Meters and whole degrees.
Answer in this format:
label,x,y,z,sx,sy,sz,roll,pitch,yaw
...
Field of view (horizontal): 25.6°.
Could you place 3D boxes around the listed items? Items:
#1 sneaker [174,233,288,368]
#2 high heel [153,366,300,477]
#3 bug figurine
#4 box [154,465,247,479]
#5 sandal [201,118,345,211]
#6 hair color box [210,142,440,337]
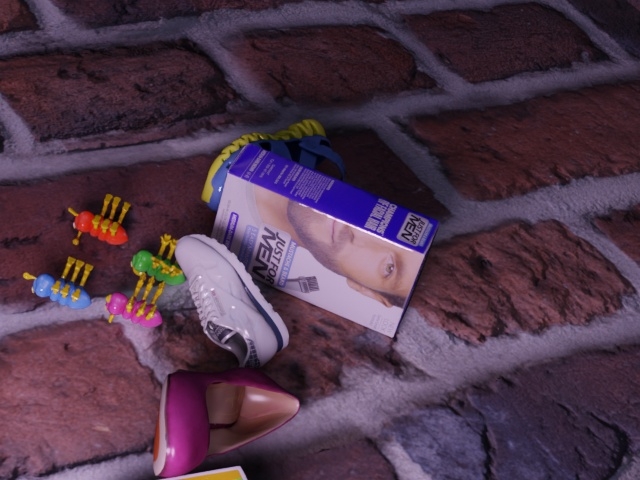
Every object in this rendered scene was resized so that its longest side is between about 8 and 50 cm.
label,x,y,z,sx,sy,sz,roll,pitch,yaw
sneaker,-0.151,0.091,2.130,0.095,0.090,0.235,-33,75,-34
high heel,-0.118,0.234,1.860,0.181,0.127,0.377,8,11,-1
bug figurine,-0.321,0.046,2.157,0.216,0.072,0.279,24,32,-2
box,-0.185,0.372,1.770,0.203,0.114,0.103,-6,43,-27
sandal,-0.070,-0.116,2.431,0.317,0.126,0.138,-26,59,-41
hair color box,0.000,0.000,2.256,0.339,0.185,0.110,22,37,5
